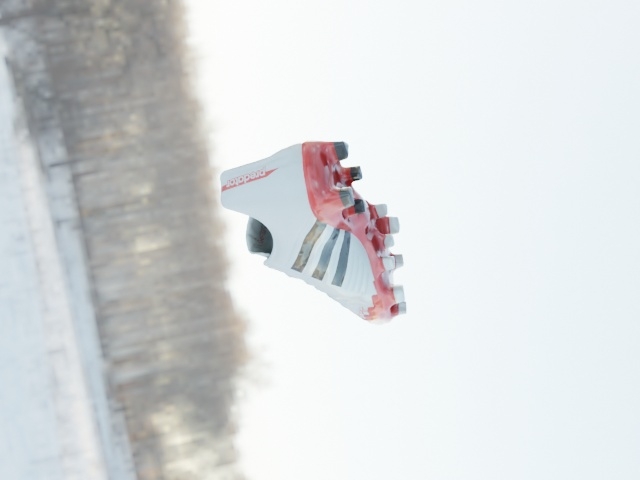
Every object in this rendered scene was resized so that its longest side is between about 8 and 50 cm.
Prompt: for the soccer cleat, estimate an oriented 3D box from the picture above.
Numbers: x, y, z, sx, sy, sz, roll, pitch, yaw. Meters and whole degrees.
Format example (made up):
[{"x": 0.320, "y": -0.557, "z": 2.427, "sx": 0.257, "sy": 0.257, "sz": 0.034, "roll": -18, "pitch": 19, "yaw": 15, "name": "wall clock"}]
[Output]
[{"x": 0.000, "y": 0.000, "z": 0.396, "sx": 0.083, "sy": 0.035, "sz": 0.029, "roll": 56, "pitch": 28, "yaw": -60, "name": "soccer cleat"}]
